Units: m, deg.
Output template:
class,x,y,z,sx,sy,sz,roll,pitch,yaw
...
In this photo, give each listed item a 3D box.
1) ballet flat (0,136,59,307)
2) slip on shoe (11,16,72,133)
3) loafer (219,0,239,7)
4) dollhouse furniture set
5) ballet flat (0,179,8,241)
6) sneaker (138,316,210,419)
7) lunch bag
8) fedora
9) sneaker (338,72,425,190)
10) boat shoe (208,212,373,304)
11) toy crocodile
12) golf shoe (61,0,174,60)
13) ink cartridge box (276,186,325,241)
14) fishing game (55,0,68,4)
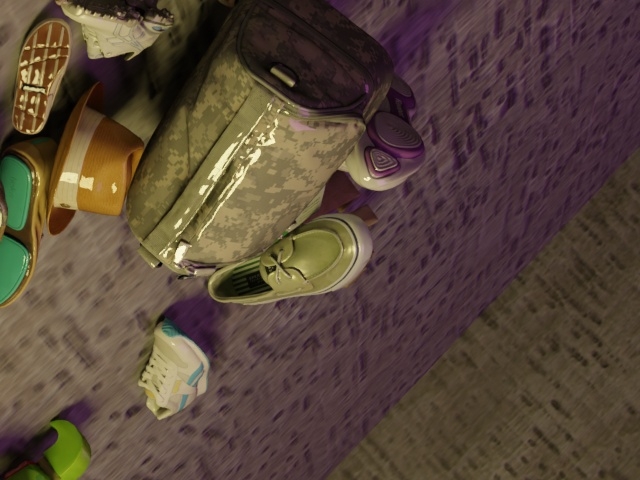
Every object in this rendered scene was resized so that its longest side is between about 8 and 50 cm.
class,x,y,z,sx,sy,sz,roll,pitch,yaw
ballet flat,-0.339,-0.020,1.735,0.073,0.080,0.232,-42,162,-51
slip on shoe,-0.294,-0.178,1.605,0.041,0.051,0.135,-93,-161,-59
loafer,-0.077,-0.326,1.787,0.125,0.039,0.045,-49,159,-2
dollhouse furniture set,0.000,0.000,2.393,0.123,0.144,0.151,-28,165,-35
ballet flat,-0.420,0.060,1.650,0.123,0.123,0.349,-18,139,-54
sneaker,-0.228,0.201,2.319,0.092,0.087,0.229,-39,155,-22
lunch bag,-0.085,-0.120,1.774,0.305,0.212,0.256,-52,179,32
fedora,-0.247,-0.083,1.706,0.194,0.079,0.194,17,90,-90
sneaker,0.071,-0.131,2.184,0.152,0.114,0.305,-50,-167,25
boat shoe,-0.047,0.043,2.246,0.094,0.109,0.302,-15,172,-45
toy crocodile,-0.460,0.403,2.194,0.340,0.105,0.115,-45,160,1
golf shoe,-0.228,-0.225,1.624,0.086,0.069,0.176,-50,159,18
ink cartridge box,-0.063,-0.098,2.137,0.153,0.087,0.208,-37,155,-33
fishing game,-0.244,-0.352,1.412,0.189,0.041,0.264,-54,155,-11
